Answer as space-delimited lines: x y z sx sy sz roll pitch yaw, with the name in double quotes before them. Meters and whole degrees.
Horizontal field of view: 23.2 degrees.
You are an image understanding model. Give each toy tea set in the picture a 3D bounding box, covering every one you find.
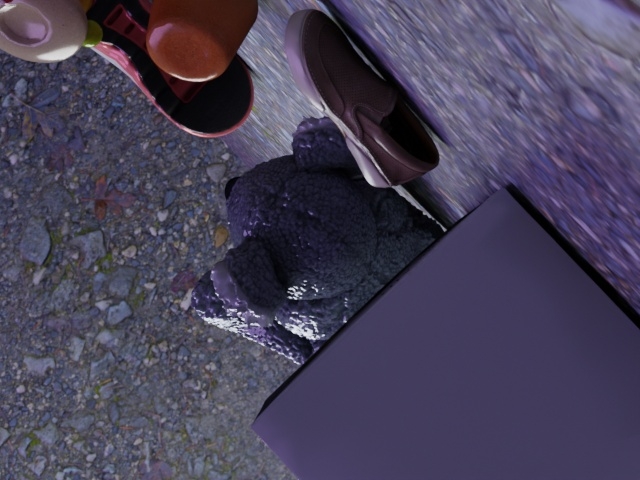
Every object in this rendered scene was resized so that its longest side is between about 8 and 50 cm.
"toy tea set" -0.181 -0.238 1.051 0.336 0.200 0.124 49 -140 -35

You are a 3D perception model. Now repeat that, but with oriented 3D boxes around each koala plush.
"koala plush" 0.000 0.000 1.193 0.203 0.196 0.221 33 172 24

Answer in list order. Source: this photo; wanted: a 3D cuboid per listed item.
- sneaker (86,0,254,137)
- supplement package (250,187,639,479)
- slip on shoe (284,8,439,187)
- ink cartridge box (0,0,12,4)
"sneaker" -0.200 -0.223 1.608 0.314 0.116 0.136 46 179 -5
"supplement package" 0.096 0.112 0.973 0.198 0.199 0.262 47 178 2
"slip on shoe" 0.026 -0.083 0.910 0.041 0.051 0.135 -5 134 33
"ink cartridge box" -0.111 -0.172 0.616 0.078 0.134 0.231 48 178 -25
